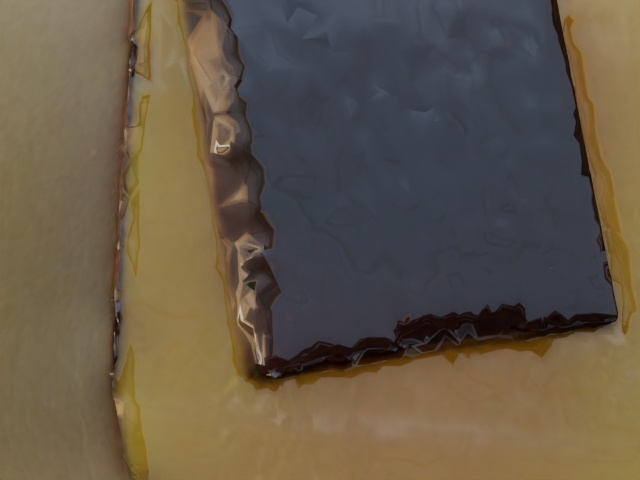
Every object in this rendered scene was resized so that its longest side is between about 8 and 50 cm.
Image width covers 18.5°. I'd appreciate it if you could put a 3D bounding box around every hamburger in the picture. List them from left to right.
[{"bbox_3d":[0.000,0.000,0.582,0.227,0.151,0.295,10,-101,-26],"label":"hamburger"}]
